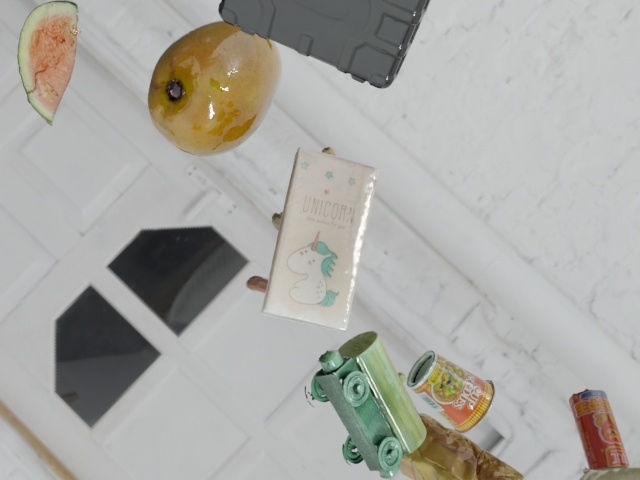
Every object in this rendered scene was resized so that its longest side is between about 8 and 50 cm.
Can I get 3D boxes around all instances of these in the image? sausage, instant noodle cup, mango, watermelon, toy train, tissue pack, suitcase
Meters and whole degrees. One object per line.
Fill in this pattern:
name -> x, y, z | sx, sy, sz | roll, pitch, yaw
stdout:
sausage -> -0.112, 0.113, 1.691 | 0.043, 0.186, 0.043 | -14, 108, -49
instant noodle cup -> 0.377, 0.437, 2.106 | 0.193, 0.212, 0.193 | -52, -172, 11
sausage -> 0.520, 0.407, 1.284 | 0.074, 0.074, 0.274 | 125, -29, -47
mango -> -0.200, -0.325, 1.476 | 0.378, 0.221, 0.263 | -48, 156, -53
watermelon -> -0.451, -0.313, 1.195 | 0.063, 0.119, 0.245 | -26, 155, -48
toy train -> 0.096, 0.329, 1.442 | 0.126, 0.307, 0.189 | -13, -159, 42
tissue pack -> 0.000, 0.000, 1.363 | 0.071, 0.170, 0.325 | 156, -54, -78
suitcase -> 0.007, -0.353, 1.002 | 0.066, 0.286, 0.206 | -66, 180, -46

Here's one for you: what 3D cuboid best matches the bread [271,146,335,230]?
bread -> -0.024, -0.098, 1.554 | 0.128, 0.088, 0.232 | -47, -169, 44

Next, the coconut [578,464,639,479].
coconut -> 0.514, 0.494, 1.016 | 0.352, 0.353, 0.352 | -47, 173, -8

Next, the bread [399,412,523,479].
bread -> 0.291, 0.503, 1.544 | 0.132, 0.294, 0.166 | -44, 140, -24
